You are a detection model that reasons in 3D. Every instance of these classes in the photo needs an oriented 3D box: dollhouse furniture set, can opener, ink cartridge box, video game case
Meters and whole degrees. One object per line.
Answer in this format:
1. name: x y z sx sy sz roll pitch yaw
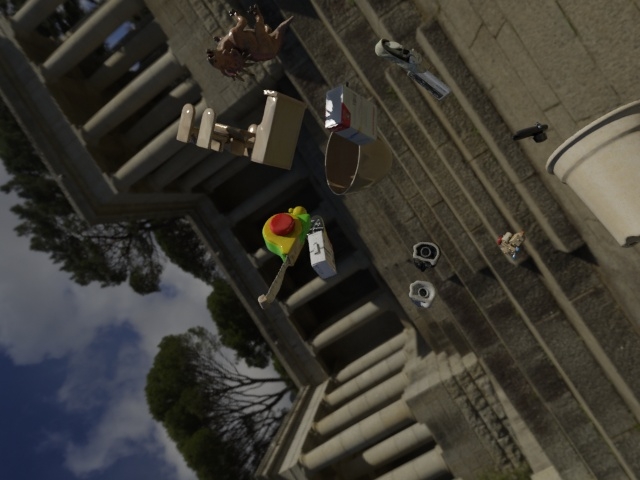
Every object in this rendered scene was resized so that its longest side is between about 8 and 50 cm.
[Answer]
1. dollhouse furniture set: -0.279 -0.451 1.789 0.394 0.256 0.362 22 -169 35
2. can opener: 0.797 -0.409 1.737 0.186 0.059 0.073 -11 -116 -31
3. ink cartridge box: 0.100 -0.392 1.459 0.175 0.072 0.127 15 -107 -46
4. video game case: 0.467 -0.685 1.981 0.190 0.022 0.173 37 -174 -4
5. ink cartridge box: 0.007 0.051 1.608 0.099 0.056 0.135 53 -158 -47

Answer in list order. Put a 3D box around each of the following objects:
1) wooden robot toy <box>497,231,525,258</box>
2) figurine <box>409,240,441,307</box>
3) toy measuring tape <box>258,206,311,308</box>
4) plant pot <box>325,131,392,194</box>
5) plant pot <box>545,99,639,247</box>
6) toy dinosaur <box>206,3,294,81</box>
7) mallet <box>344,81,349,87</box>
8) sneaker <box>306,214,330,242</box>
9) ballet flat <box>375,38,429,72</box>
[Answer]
1. wooden robot toy: 0.637 -0.004 1.509 0.076 0.079 0.173 39 177 23
2. figurine: 0.351 0.127 1.575 0.209 0.092 0.215 56 -139 -76
3. toy measuring tape: -0.124 0.029 1.237 0.121 0.121 0.330 49 -130 -31
4. plant pot: 0.163 -0.311 1.777 0.191 0.284 0.284 2 -138 -25
5. plant pot: 0.856 -0.160 1.259 0.334 0.333 0.305 31 -144 -64
6. toy dinosaur: -0.209 -0.583 1.392 0.127 0.295 0.200 116 136 -70
7. mallet: 0.095 -0.538 1.833 0.190 0.039 0.062 101 162 -55
8. sneaker: 0.000 0.000 1.883 0.094 0.081 0.209 -12 -84 -63
9. ballet flat: 0.235 -0.518 1.291 0.168 0.057 0.052 17 162 -6
